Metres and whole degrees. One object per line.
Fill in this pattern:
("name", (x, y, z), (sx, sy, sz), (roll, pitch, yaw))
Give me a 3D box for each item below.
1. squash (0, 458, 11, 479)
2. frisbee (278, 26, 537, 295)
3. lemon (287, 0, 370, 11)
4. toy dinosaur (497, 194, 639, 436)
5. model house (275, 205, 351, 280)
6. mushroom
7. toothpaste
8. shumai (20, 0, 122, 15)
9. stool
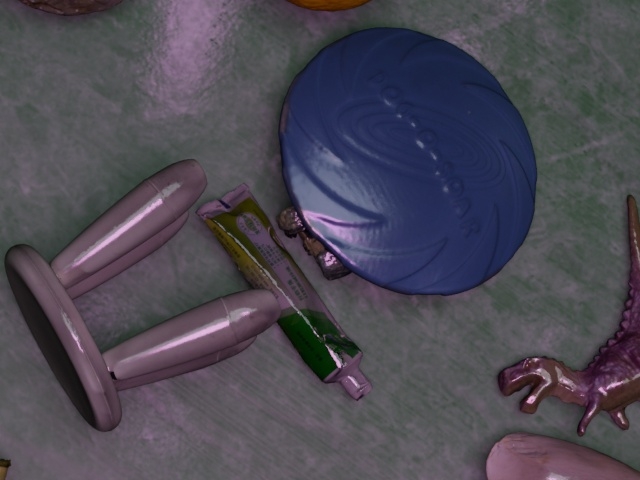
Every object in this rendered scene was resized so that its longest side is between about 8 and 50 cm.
("squash", (-0.370, 0.301, 1.713), (0.094, 0.094, 0.224), (18, 86, -5))
("frisbee", (0.098, -0.086, 1.816), (0.290, 0.049, 0.289), (8, 69, -23))
("lemon", (0.010, -0.330, 1.823), (0.187, 0.187, 0.244), (5, 48, -8))
("toy dinosaur", (0.315, 0.104, 1.849), (0.200, 0.072, 0.251), (39, 87, 11))
("model house", (0.000, 0.000, 1.813), (0.066, 0.079, 0.083), (-25, 86, -10))
("mushroom", (0.264, 0.249, 1.805), (0.213, 0.097, 0.088), (11, 109, -10))
("toothpaste", (-0.029, 0.054, 1.816), (0.078, 0.047, 0.248), (-33, 85, -43))
("shumai", (-0.257, -0.374, 1.828), (0.222, 0.203, 0.271), (18, 104, -33))
("stool", (-0.172, 0.053, 1.726), (0.199, 0.195, 0.195), (-29, 85, -18))
